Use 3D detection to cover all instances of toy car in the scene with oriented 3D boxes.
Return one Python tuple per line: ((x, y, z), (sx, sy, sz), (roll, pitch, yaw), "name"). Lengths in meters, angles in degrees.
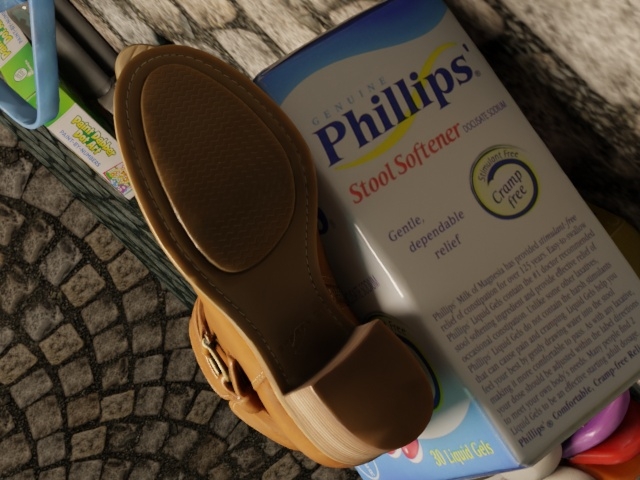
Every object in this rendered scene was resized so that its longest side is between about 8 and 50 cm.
((0.255, 0.182, 1.149), (0.136, 0.159, 0.182), (-24, 121, 38), "toy car")

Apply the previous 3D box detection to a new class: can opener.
((-0.271, -0.220, 1.453), (0.093, 0.074, 0.280), (-19, 129, 35), "can opener")

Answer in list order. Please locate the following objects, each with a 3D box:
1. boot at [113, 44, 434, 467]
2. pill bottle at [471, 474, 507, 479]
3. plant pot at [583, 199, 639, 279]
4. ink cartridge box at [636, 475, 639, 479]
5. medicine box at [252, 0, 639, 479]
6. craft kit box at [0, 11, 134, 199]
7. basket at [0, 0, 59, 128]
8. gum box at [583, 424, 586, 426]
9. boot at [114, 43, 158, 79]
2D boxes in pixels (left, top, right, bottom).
((-0.049, 0.024, 0.748), (0.283, 0.109, 0.220), (50, 161, -3), "boot")
((0.202, 0.243, 1.424), (0.161, 0.161, 0.283), (28, 162, 45), "pill bottle")
((0.193, 0.017, 0.847), (0.081, 0.081, 0.083), (31, 154, 37), "plant pot")
((0.333, 0.345, 1.242), (0.131, 0.226, 0.306), (46, 166, -25), "ink cartridge box")
((0.056, 0.016, 0.824), (0.289, 0.149, 0.263), (55, 157, 3), "medicine box")
((-0.346, -0.202, 1.521), (0.250, 0.061, 0.246), (53, -174, 35), "craft kit box")
((-0.317, -0.263, 1.003), (0.254, 0.201, 0.289), (37, 136, 18), "basket")
((0.176, 0.066, 0.993), (0.188, 0.107, 0.062), (27, 162, 46), "gum box")
((-0.153, -0.122, 1.348), (0.248, 0.090, 0.207), (39, 166, -15), "boot")
